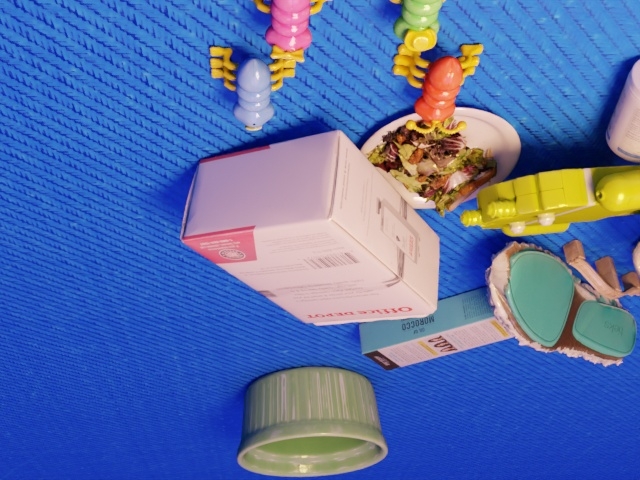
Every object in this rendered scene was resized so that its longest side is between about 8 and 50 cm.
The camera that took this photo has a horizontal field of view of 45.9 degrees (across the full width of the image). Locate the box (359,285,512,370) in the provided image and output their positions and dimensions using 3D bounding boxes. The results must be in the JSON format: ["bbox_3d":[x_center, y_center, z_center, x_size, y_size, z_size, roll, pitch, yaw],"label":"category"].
[{"bbox_3d":[0.197,0.154,1.298,0.244,0.060,0.100,-19,145,24],"label":"box"}]

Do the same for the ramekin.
[{"bbox_3d":[-0.020,0.373,1.553,0.304,0.148,0.303,-3,149,-2],"label":"ramekin"}]

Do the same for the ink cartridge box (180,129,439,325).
[{"bbox_3d":[0.000,0.000,0.941,0.207,0.117,0.283,-8,151,30],"label":"ink cartridge box"}]

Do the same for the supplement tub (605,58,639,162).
[{"bbox_3d":[0.357,-0.141,0.821,0.071,0.071,0.107,-4,150,1],"label":"supplement tub"}]

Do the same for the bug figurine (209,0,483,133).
[{"bbox_3d":[0.028,-0.178,0.725,0.279,0.072,0.216,-2,149,-2],"label":"bug figurine"}]

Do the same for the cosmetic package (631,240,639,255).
[{"bbox_3d":[0.595,0.026,1.091,0.238,0.107,0.127,5,144,-8],"label":"cosmetic package"}]

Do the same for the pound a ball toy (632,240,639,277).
[{"bbox_3d":[0.539,0.044,0.917,0.319,0.208,0.135,-24,153,-8],"label":"pound a ball toy"}]

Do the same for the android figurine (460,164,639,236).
[{"bbox_3d":[0.304,-0.046,0.907,0.273,0.056,0.248,-6,174,-19],"label":"android figurine"}]

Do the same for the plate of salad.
[{"bbox_3d":[0.141,-0.086,0.911,0.200,0.048,0.200,-2,149,-1],"label":"plate of salad"}]

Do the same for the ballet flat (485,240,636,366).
[{"bbox_3d":[0.351,0.111,1.190,0.147,0.147,0.409,-28,140,34],"label":"ballet flat"}]

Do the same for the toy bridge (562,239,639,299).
[{"bbox_3d":[0.442,0.057,1.163,0.188,0.063,0.026,23,140,-35],"label":"toy bridge"}]
